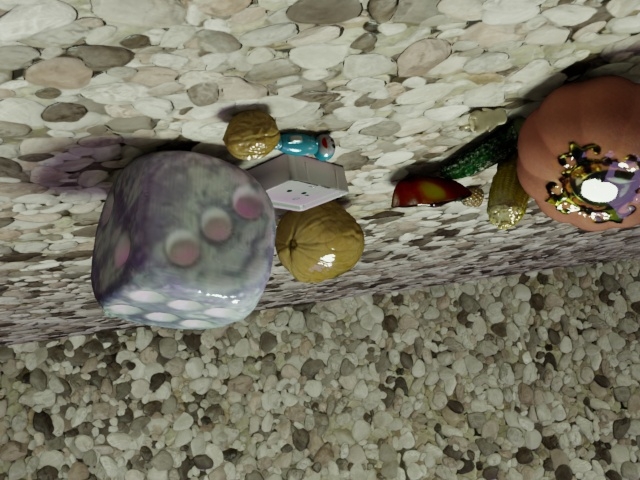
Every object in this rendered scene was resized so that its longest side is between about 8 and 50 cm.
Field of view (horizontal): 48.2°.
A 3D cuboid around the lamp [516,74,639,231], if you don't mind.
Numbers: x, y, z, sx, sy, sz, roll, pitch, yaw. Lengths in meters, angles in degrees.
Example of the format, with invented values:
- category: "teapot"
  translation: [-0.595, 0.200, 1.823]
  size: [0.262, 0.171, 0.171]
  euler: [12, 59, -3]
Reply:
- category: "lamp"
  translation: [0.516, -0.167, 1.317]
  size: [0.305, 0.240, 0.305]
  euler: [13, 137, 13]

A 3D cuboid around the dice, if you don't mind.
- category: "dice"
  translation: [-0.260, 0.008, 1.345]
  size: [0.270, 0.271, 0.270]
  euler: [16, 154, -32]

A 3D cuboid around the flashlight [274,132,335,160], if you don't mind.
- category: "flashlight"
  translation: [-0.031, -0.174, 1.321]
  size: [0.129, 0.051, 0.051]
  euler: [0, 165, -26]

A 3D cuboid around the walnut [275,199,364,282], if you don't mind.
- category: "walnut"
  translation: [0.000, 0.000, 1.773]
  size: [0.228, 0.228, 0.228]
  euler: [-9, 167, -2]

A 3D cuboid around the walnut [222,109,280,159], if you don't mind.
- category: "walnut"
  translation: [-0.116, -0.176, 1.191]
  size: [0.096, 0.082, 0.079]
  euler: [-10, -165, -4]

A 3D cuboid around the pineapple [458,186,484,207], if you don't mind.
- category: "pineapple"
  translation: [0.363, -0.119, 1.874]
  size: [0.124, 0.058, 0.058]
  euler: [7, 164, -10]

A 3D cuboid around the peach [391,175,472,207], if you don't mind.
- category: "peach"
  translation: [0.262, -0.121, 1.693]
  size: [0.189, 0.068, 0.279]
  euler: [-3, -172, 10]

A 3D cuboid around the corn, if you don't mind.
- category: "corn"
  translation: [0.403, -0.122, 1.487]
  size: [0.097, 0.097, 0.320]
  euler: [-17, -159, 31]

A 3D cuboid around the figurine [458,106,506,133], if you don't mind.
- category: "figurine"
  translation: [0.309, -0.228, 1.362]
  size: [0.083, 0.047, 0.050]
  euler: [-13, -176, -19]

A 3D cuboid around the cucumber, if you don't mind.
- category: "cucumber"
  translation: [0.344, -0.181, 1.531]
  size: [0.067, 0.067, 0.293]
  euler: [-3, 166, -26]

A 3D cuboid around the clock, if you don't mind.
- category: "clock"
  translation: [-0.052, -0.120, 1.508]
  size: [0.150, 0.063, 0.197]
  euler: [-19, 165, 35]
